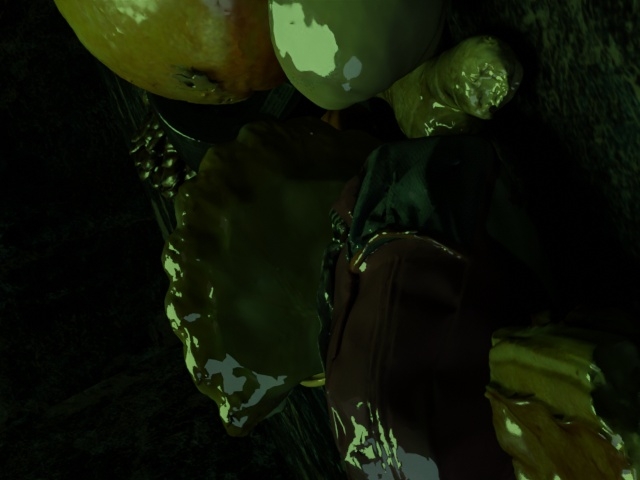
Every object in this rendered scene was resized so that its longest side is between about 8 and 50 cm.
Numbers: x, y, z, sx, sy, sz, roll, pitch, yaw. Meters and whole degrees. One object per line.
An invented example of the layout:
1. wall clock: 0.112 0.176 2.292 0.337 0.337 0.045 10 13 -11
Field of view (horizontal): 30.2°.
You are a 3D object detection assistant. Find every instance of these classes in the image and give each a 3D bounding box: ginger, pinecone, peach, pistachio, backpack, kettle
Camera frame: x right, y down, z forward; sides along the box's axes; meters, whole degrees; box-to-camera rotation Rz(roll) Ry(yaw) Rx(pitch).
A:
1. ginger: 0.093 -0.139 1.107 0.333 0.081 0.148 37 146 60
2. pinecone: -0.169 -0.141 1.836 0.272 0.224 0.224 46 172 -16
3. peach: -0.130 -0.321 1.144 0.372 0.289 0.373 -8 -90 -72
4. pistachio: 0.038 -0.217 0.987 0.223 0.152 0.126 -71 21 7
5. backpack: 0.101 0.107 1.009 0.283 0.197 0.317 51 -139 -42
6. kettle: -0.081 -0.144 1.581 0.268 0.207 0.290 30 162 15

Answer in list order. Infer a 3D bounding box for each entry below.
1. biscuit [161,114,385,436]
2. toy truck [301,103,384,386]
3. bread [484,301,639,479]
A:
1. biscuit: -0.005 0.050 1.196 0.078 0.329 0.335 -154 83 -78
2. toy truck: 0.000 0.000 1.361 0.204 0.288 0.211 -27 116 41
3. bread: 0.287 0.184 0.763 0.370 0.191 0.314 12 123 67
